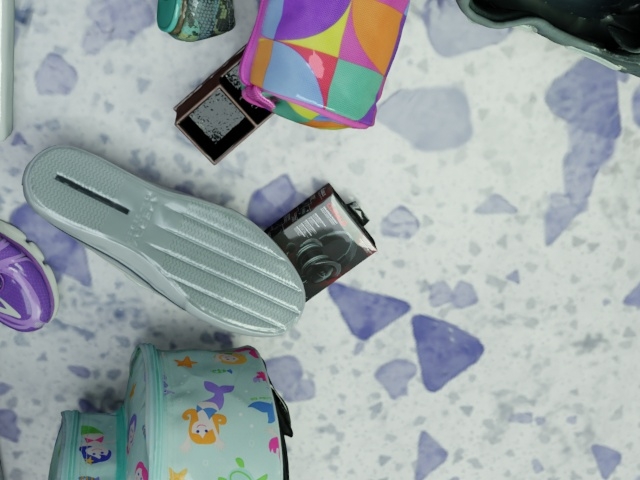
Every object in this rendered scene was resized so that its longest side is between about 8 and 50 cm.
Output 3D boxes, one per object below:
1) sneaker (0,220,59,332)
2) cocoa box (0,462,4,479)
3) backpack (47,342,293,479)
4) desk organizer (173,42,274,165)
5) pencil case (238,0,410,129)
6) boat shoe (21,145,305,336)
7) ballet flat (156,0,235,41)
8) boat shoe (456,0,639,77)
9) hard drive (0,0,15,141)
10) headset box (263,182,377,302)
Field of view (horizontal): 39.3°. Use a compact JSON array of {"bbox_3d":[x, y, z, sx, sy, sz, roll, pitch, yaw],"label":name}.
[{"bbox_3d":[-0.266,0.009,0.667,0.068,0.071,0.170,-34,111,7],"label":"sneaker"},{"bbox_3d":[-0.371,0.249,0.659,0.228,0.231,0.346,-5,111,-4],"label":"cocoa box"},{"bbox_3d":[-0.110,0.204,0.679,0.191,0.225,0.253,8,106,-15],"label":"backpack"},{"bbox_3d":[-0.045,-0.116,0.655,0.130,0.050,0.047,-40,110,9],"label":"desk organizer"},{"bbox_3d":[0.015,-0.190,0.576,0.105,0.104,0.236,13,93,-11],"label":"pencil case"},{"bbox_3d":[-0.115,-0.001,0.681,0.226,0.076,0.083,34,77,-11],"label":"boat shoe"},{"bbox_3d":[-0.073,-0.231,0.611,0.070,0.070,0.188,6,112,-9],"label":"ballet flat"},{"bbox_3d":[0.219,-0.147,0.616,0.320,0.099,0.116,18,143,-21],"label":"boat shoe"},{"bbox_3d":[-0.306,-0.228,0.589,0.203,0.040,0.307,5,110,-8],"label":"hard drive"},{"bbox_3d":[0.000,0.000,0.714,0.083,0.032,0.062,-35,110,9],"label":"headset box"}]
